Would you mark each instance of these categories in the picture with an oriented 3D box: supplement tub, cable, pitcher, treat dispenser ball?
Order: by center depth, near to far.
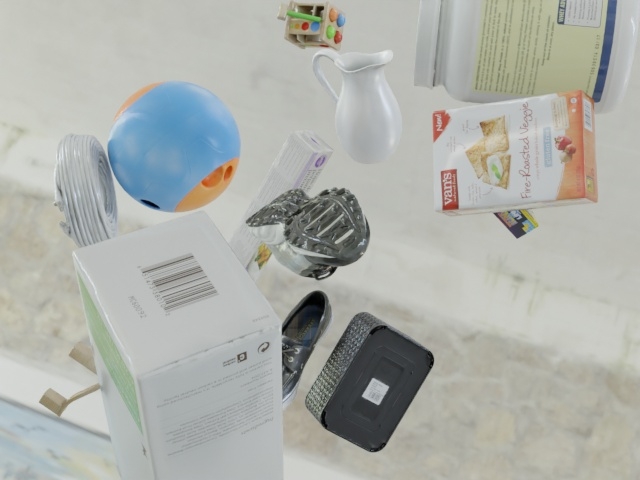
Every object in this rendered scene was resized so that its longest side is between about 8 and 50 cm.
[{"bbox_3d":[0.320,-0.329,1.605,0.325,0.235,0.235,6,-27,7],"label":"supplement tub"},{"bbox_3d":[0.067,-0.260,1.917,0.178,0.125,0.207,19,-48,36],"label":"pitcher"},{"bbox_3d":[-0.497,-0.105,2.166,0.089,0.257,0.257,-9,-22,-1],"label":"cable"},{"bbox_3d":[-0.317,-0.203,2.208,0.288,0.288,0.288,18,-26,9],"label":"treat dispenser ball"}]

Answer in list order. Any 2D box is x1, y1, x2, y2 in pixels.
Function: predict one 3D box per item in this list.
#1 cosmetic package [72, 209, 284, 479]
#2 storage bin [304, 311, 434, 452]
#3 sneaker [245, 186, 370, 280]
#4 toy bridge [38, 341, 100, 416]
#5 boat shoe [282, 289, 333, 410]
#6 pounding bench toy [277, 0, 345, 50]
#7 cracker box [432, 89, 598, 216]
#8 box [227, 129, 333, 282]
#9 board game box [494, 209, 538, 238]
[{"bbox_3d":[-0.141,0.176,1.090,0.197,0.155,0.365,50,-30,41],"label":"cosmetic package"},{"bbox_3d":[0.074,0.216,1.550,0.122,0.180,0.084,31,-1,-21],"label":"storage bin"},{"bbox_3d":[0.000,0.000,1.273,0.108,0.100,0.271,56,-14,-17],"label":"sneaker"},{"bbox_3d":[-0.296,0.158,1.317,0.063,0.188,0.026,34,16,-1],"label":"toy bridge"},{"bbox_3d":[-0.045,0.166,1.541,0.080,0.228,0.076,24,-37,20],"label":"boat shoe"},{"bbox_3d":[-0.011,-0.283,1.313,0.065,0.052,0.083,8,-3,27],"label":"pounding bench toy"},{"bbox_3d":[0.281,-0.124,1.484,0.232,0.155,0.067,-5,-9,31],"label":"cracker box"},{"bbox_3d":[-0.088,-0.051,1.823,0.067,0.063,0.324,43,-62,24],"label":"box"},{"bbox_3d":[0.294,-0.105,1.712,0.048,0.170,0.141,-32,-49,19],"label":"board game box"}]
